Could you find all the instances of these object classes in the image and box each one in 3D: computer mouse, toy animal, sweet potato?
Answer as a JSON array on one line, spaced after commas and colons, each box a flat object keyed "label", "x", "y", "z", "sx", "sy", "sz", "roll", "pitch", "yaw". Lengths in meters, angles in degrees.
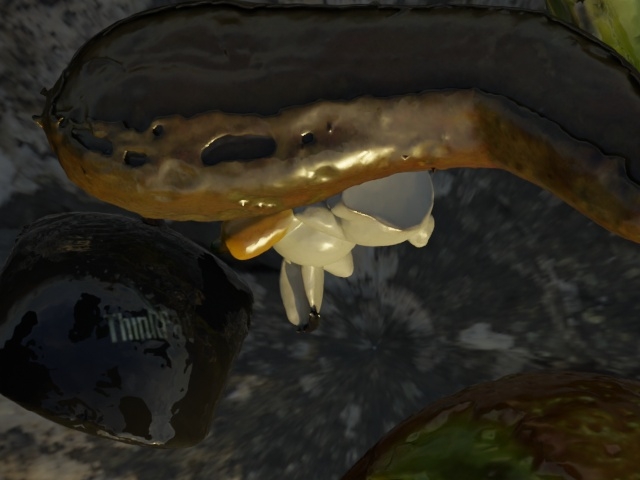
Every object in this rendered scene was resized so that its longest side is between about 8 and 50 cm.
[{"label": "computer mouse", "x": -0.131, "y": 0.040, "z": 1.116, "sx": 0.170, "sy": 0.269, "sz": 0.100, "roll": 23, "pitch": 106, "yaw": -5}, {"label": "toy animal", "x": 0.000, "y": 0.000, "z": 1.203, "sx": 0.127, "sy": 0.182, "sz": 0.131, "roll": 48, "pitch": 52, "yaw": -14}, {"label": "sweet potato", "x": 0.023, "y": -0.039, "z": 0.526, "sx": 0.233, "sy": 0.062, "sz": 0.081, "roll": 5, "pitch": 64, "yaw": 16}]

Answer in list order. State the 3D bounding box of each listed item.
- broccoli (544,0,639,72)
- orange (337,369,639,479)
[{"label": "broccoli", "x": 0.155, "y": -0.165, "z": 0.865, "sx": 0.177, "sy": 0.198, "sz": 0.274, "roll": -15, "pitch": 77, "yaw": 0}, {"label": "orange", "x": 0.111, "y": 0.189, "z": 0.697, "sx": 0.196, "sy": 0.334, "sz": 0.262, "roll": -15, "pitch": 67, "yaw": -30}]
